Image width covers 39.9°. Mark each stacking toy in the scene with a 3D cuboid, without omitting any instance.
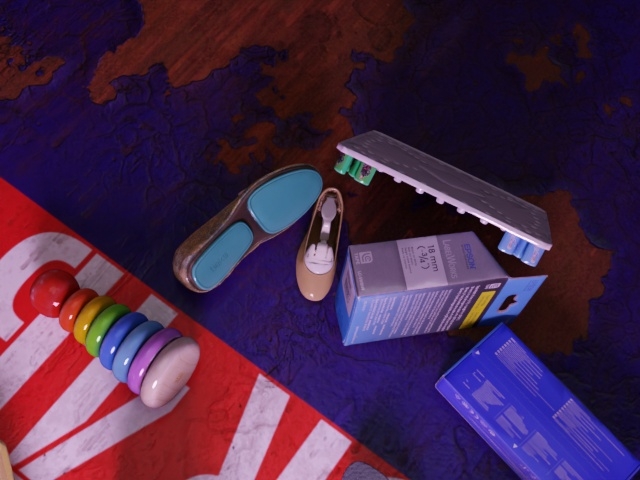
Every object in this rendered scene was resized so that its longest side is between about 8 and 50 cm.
[{"bbox_3d":[-0.383,0.158,1.586,0.330,0.141,0.141,31,67,16],"label":"stacking toy"}]

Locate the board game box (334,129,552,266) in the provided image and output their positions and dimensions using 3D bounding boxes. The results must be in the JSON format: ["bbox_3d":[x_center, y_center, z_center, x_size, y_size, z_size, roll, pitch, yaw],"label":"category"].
[{"bbox_3d":[0.234,-0.091,1.633,0.390,0.390,0.050,26,105,7],"label":"board game box"}]

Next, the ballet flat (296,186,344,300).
[{"bbox_3d":[0.000,0.000,1.708,0.080,0.073,0.232,10,66,-3],"label":"ballet flat"}]

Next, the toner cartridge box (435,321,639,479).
[{"bbox_3d":[0.389,0.332,1.593,0.165,0.075,0.348,-37,74,-20],"label":"toner cartridge box"}]

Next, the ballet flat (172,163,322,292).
[{"bbox_3d":[-0.148,-0.038,1.698,0.123,0.123,0.348,42,69,13],"label":"ballet flat"}]

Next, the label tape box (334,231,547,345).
[{"bbox_3d":[0.206,0.085,1.598,0.333,0.240,0.106,-6,65,-9],"label":"label tape box"}]

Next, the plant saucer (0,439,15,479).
[{"bbox_3d":[-0.626,0.531,1.411,0.332,0.081,0.333,-18,69,-12],"label":"plant saucer"}]

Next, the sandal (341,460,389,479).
[{"bbox_3d":[0.121,0.494,1.515,0.097,0.054,0.254,-38,84,-12],"label":"sandal"}]
